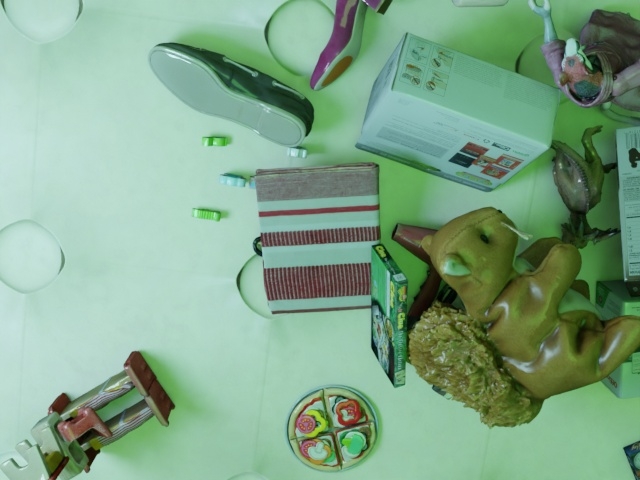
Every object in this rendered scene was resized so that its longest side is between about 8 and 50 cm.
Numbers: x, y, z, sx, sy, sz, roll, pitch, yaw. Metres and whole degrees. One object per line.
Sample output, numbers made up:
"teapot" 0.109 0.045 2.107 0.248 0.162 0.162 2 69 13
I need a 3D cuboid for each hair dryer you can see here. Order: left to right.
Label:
"hair dryer" 0.234 0.086 1.853 0.223 0.080 0.294 -28 103 2

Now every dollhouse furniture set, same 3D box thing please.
"dollhouse furniture set" -0.423 0.365 1.728 0.201 0.374 0.152 -30 99 5

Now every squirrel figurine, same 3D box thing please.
"squirrel figurine" 0.324 0.141 1.716 0.370 0.281 0.397 37 103 -17

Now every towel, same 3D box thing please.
"towel" 0.000 0.000 1.791 0.237 0.037 0.329 -3 122 1

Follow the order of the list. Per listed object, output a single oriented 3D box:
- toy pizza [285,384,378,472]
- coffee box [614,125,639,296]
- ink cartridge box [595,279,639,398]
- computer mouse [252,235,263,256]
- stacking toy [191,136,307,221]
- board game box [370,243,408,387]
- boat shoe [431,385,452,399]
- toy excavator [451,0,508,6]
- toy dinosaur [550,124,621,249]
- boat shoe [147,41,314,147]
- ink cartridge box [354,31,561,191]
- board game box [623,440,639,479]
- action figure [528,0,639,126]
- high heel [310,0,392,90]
"toy pizza" 0.025 0.405 1.938 0.201 0.032 0.201 -1 103 -4
"coffee box" 0.633 -0.052 1.733 0.118 0.168 0.297 -5 76 21
"ink cartridge box" 0.628 0.200 1.871 0.086 0.153 0.209 -3 104 -4
"computer mouse" -0.016 0.016 1.842 0.242 0.041 0.071 -1 104 -3
"stacking toy" -0.136 -0.112 1.798 0.221 0.052 0.167 7 102 -5
"board game box" 0.133 0.149 1.793 0.030 0.136 0.260 -10 125 -12
"boat shoe" 0.282 0.263 1.908 0.049 0.056 0.152 22 106 -8
"toy excavator" 0.220 -0.605 1.505 0.222 0.445 0.433 -2 103 -3
"toy dinosaur" 0.506 -0.092 1.762 0.127 0.296 0.200 -6 63 22
"boat shoe" -0.166 -0.290 1.746 0.335 0.096 0.112 28 136 -6
"ink cartridge box" 0.248 -0.230 1.733 0.309 0.272 0.130 19 70 -8
"board game box" 0.789 0.534 2.014 0.165 0.042 0.243 -25 103 2
"action figure" 0.502 -0.307 1.661 0.248 0.370 0.276 22 122 30
"high heel" 0.029 -0.409 1.741 0.117 0.082 0.244 42 112 17
